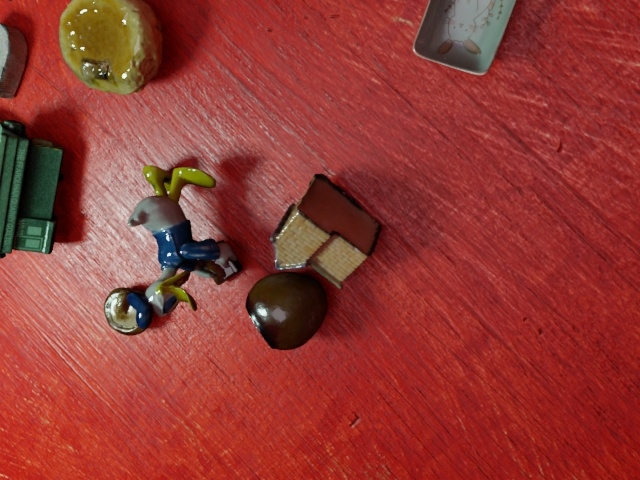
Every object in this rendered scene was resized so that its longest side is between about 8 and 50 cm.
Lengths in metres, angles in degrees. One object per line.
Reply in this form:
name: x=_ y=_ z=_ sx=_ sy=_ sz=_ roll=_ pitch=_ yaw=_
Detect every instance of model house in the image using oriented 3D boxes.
model house: x=0.000 y=0.000 z=1.317 sx=0.182 sy=0.166 sz=0.172 roll=36 pitch=125 yaw=-7

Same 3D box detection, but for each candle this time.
candle: x=-0.782 y=-0.421 z=1.531 sx=0.192 sy=0.068 sz=0.169 roll=-14 pitch=92 yaw=22

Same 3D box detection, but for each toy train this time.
toy train: x=-0.704 y=-0.111 z=1.509 sx=0.138 sy=0.178 sz=0.331 roll=30 pitch=108 yaw=58

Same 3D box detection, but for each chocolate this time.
chocolate: x=-0.065 y=0.141 z=1.363 sx=0.176 sy=0.176 sz=0.177 roll=3 pitch=101 yaw=18

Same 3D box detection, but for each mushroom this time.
mushroom: x=-0.455 y=0.168 z=1.521 sx=0.127 sy=0.087 sz=0.127 roll=2 pitch=97 yaw=19

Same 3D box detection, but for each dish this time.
dish: x=0.275 y=-0.423 z=1.180 sx=0.151 sy=0.077 sz=0.213 roll=21 pitch=106 yaw=12

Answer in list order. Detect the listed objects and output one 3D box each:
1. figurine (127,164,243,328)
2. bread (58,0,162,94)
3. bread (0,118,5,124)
figurine: x=-0.309 y=0.040 z=1.380 sx=0.204 sy=0.283 sz=0.339 roll=-8 pitch=54 yaw=47
bread: x=-0.437 y=-0.427 z=1.384 sx=0.244 sy=0.134 sz=0.245 roll=5 pitch=104 yaw=20
bread: x=-0.802 y=-0.232 z=1.572 sx=0.127 sy=0.069 sz=0.140 roll=28 pitch=106 yaw=12
